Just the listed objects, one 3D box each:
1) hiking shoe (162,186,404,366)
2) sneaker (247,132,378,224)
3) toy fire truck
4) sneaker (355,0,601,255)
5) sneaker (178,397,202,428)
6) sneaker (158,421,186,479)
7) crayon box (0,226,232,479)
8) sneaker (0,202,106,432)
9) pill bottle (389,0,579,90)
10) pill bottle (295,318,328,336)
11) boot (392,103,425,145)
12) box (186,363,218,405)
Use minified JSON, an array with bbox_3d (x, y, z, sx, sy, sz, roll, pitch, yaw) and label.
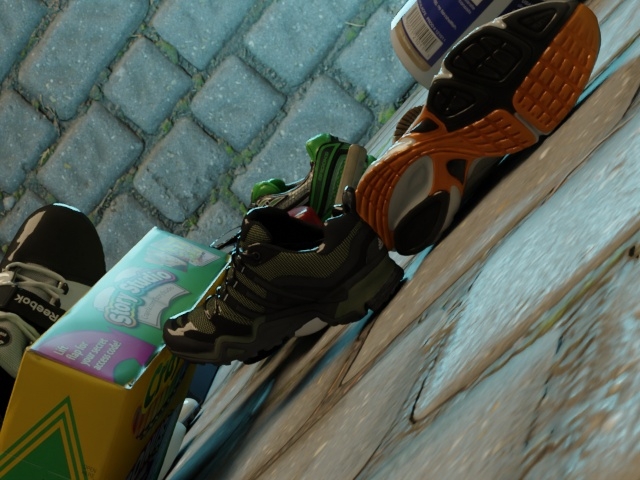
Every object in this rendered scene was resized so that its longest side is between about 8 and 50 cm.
[{"bbox_3d":[-0.046,0.027,1.122,0.226,0.114,0.086,-21,14,23],"label":"hiking shoe"},{"bbox_3d":[-0.055,0.001,1.773,0.343,0.146,0.134,-49,3,12],"label":"sneaker"},{"bbox_3d":[-0.021,0.000,1.584,0.246,0.158,0.217,-29,12,11],"label":"toy fire truck"},{"bbox_3d":[0.129,-0.105,1.068,0.262,0.099,0.121,-45,1,37],"label":"sneaker"},{"bbox_3d":[-0.269,0.272,1.780,0.237,0.086,0.085,-31,-1,5],"label":"sneaker"},{"bbox_3d":[-0.335,0.273,1.549,0.323,0.236,0.130,-51,4,-25],"label":"sneaker"},{"bbox_3d":[-0.214,0.188,1.295,0.363,0.106,0.313,-60,-8,-70],"label":"crayon box"},{"bbox_3d":[-0.294,0.100,1.316,0.146,0.122,0.331,104,179,-67],"label":"sneaker"},{"bbox_3d":[0.214,-0.295,1.560,0.265,0.153,0.153,-46,5,36],"label":"pill bottle"},{"bbox_3d":[-0.038,0.047,1.370,0.108,0.108,0.193,-50,4,-9],"label":"pill bottle"},{"bbox_3d":[0.135,-0.142,1.735,0.158,0.059,0.084,-41,-6,-41],"label":"boot"},{"bbox_3d":[-0.327,0.265,2.044,0.312,0.179,0.343,-47,4,4],"label":"box"}]
